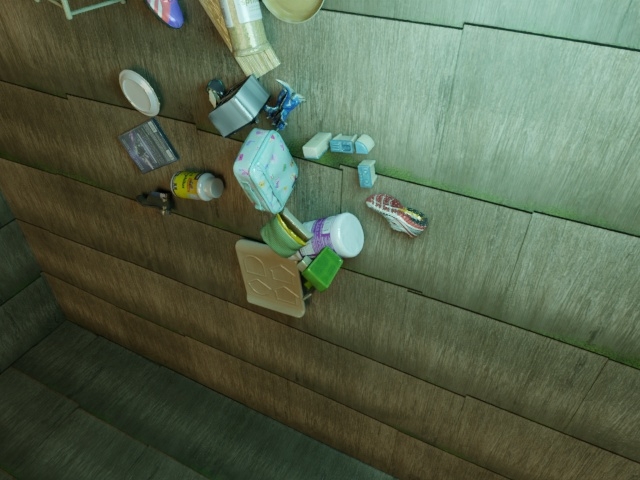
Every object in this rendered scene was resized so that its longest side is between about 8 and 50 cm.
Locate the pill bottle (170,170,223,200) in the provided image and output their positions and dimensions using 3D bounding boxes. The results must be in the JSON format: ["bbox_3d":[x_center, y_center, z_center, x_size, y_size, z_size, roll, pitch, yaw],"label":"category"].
[{"bbox_3d":[-0.518,-0.229,1.984,0.214,0.117,0.117,8,128,27],"label":"pill bottle"}]

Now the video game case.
[{"bbox_3d":[-0.755,-0.407,2.060,0.274,0.026,0.196,-9,119,39],"label":"video game case"}]

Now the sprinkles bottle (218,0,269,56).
[{"bbox_3d":[-0.249,-0.736,1.382,0.121,0.121,0.356,6,124,29],"label":"sprinkles bottle"}]

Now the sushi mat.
[{"bbox_3d":[-0.265,-0.683,1.524,0.151,0.019,0.317,-16,115,41],"label":"sushi mat"}]

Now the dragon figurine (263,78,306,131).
[{"bbox_3d":[-0.125,-0.427,1.512,0.085,0.289,0.144,40,98,-4],"label":"dragon figurine"}]

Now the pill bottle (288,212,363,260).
[{"bbox_3d":[0.000,0.000,1.798,0.301,0.169,0.169,-10,118,39],"label":"pill bottle"}]

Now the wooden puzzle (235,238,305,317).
[{"bbox_3d":[-0.216,0.163,2.144,0.322,0.080,0.348,12,126,24],"label":"wooden puzzle"}]

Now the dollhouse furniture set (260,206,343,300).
[{"bbox_3d":[-0.103,0.058,1.679,0.301,0.151,0.197,45,136,-7],"label":"dollhouse furniture set"}]

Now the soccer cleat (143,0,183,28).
[{"bbox_3d":[-0.527,-0.845,1.504,0.116,0.109,0.318,-14,114,35],"label":"soccer cleat"}]

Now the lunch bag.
[{"bbox_3d":[-0.186,-0.232,1.655,0.107,0.224,0.279,9,153,25],"label":"lunch bag"}]

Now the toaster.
[{"bbox_3d":[-0.268,-0.454,1.594,0.185,0.168,0.110,-16,129,41],"label":"toaster"}]

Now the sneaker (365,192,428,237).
[{"bbox_3d":[0.253,-0.081,1.628,0.225,0.088,0.093,32,137,7],"label":"sneaker"}]

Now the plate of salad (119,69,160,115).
[{"bbox_3d":[-0.715,-0.588,1.871,0.199,0.048,0.200,24,144,19],"label":"plate of salad"}]

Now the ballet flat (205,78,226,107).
[{"bbox_3d":[-0.355,-0.481,1.709,0.074,0.074,0.203,-7,121,36],"label":"ballet flat"}]

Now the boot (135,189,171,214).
[{"bbox_3d":[-0.786,-0.204,2.229,0.219,0.082,0.106,22,112,22],"label":"boot"}]

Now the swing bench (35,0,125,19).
[{"bbox_3d":[-0.786,-0.897,1.518,0.165,0.253,0.255,29,136,9],"label":"swing bench"}]

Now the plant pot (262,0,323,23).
[{"bbox_3d":[-0.081,-0.749,1.341,0.236,0.032,0.236,18,131,21],"label":"plant pot"}]

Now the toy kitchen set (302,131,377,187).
[{"bbox_3d":[0.069,-0.259,1.577,0.207,0.122,0.166,9,129,27],"label":"toy kitchen set"}]
